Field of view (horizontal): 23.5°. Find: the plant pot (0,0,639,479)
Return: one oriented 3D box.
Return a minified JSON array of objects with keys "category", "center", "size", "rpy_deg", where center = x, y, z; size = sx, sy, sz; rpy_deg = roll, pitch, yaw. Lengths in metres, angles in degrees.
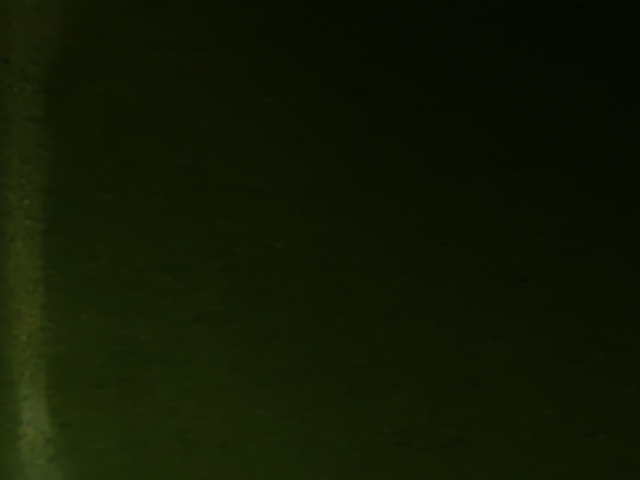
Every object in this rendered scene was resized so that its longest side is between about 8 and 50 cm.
[{"category":"plant pot","center":[0.097,-0.032,0.235],"size":[0.366,0.353,0.366],"rpy_deg":[-179,90,-66]}]
